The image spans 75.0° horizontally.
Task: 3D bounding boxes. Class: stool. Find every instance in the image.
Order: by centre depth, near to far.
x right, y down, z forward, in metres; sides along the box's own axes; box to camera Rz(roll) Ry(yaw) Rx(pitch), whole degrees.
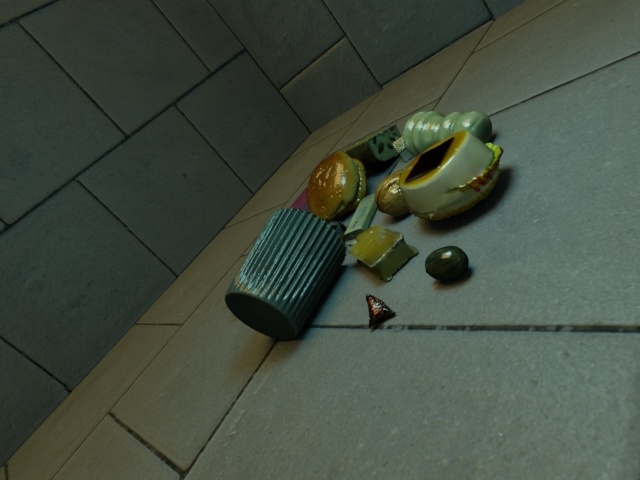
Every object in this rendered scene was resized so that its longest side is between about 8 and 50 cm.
[{"bbox_3d":[-0.113,0.113,1.331,0.297,0.297,0.330,-19,34,47],"label":"stool"}]

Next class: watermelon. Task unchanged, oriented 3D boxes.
[{"bbox_3d":[0.294,0.054,0.981,0.110,0.078,0.078,-22,27,47],"label":"watermelon"}]

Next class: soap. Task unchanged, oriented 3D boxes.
[{"bbox_3d":[0.177,0.029,1.260,0.135,0.076,0.233,-44,21,-4],"label":"soap"},{"bbox_3d":[-0.070,-0.194,2.183,0.181,0.081,0.259,-14,33,52],"label":"soap"}]

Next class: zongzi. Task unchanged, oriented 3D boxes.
[{"bbox_3d":[0.155,0.176,1.046,0.073,0.067,0.083,-18,47,25],"label":"zongzi"}]

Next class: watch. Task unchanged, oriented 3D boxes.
[{"bbox_3d":[0.000,0.000,1.668,0.193,0.068,0.206,-45,23,-21],"label":"watch"}]

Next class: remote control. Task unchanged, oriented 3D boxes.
[{"bbox_3d":[0.164,-0.096,1.604,0.098,0.038,0.234,-23,27,42],"label":"remote control"}]

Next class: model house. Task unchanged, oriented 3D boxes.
[{"bbox_3d":[0.368,-0.411,1.801,0.087,0.100,0.101,-35,20,17],"label":"model house"}]

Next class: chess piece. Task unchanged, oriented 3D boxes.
[{"bbox_3d":[0.467,-0.387,1.500,0.182,0.182,0.330,-45,26,-12],"label":"chess piece"}]

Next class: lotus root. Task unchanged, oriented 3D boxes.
[{"bbox_3d":[0.216,-0.400,1.948,0.260,0.149,0.267,-17,14,46],"label":"lotus root"}]

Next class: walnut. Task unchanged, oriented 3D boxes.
[{"bbox_3d":[0.265,-0.160,1.408,0.180,0.144,0.144,-43,19,8],"label":"walnut"}]

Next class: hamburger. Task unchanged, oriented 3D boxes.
[{"bbox_3d":[0.368,-0.174,1.189,0.294,0.179,0.276,-25,22,46],"label":"hamburger"},{"bbox_3d":[0.063,-0.225,1.804,0.289,0.170,0.315,-35,48,41],"label":"hamburger"}]

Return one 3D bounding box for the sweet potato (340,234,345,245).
[{"bbox_3d":[0.065,0.018,1.525,0.056,0.056,0.195,-32,11,23],"label":"sweet potato"}]
